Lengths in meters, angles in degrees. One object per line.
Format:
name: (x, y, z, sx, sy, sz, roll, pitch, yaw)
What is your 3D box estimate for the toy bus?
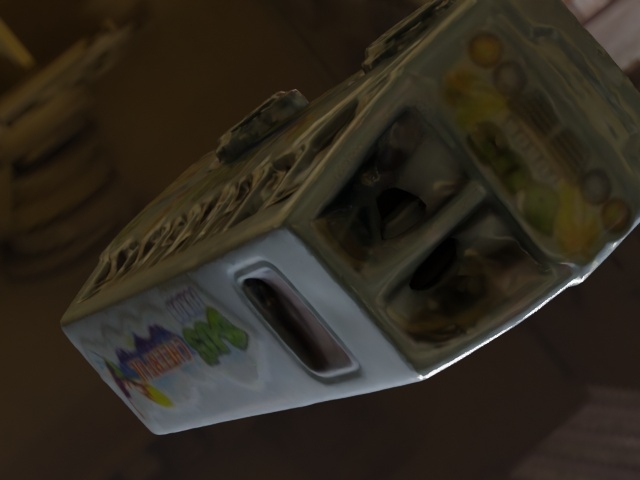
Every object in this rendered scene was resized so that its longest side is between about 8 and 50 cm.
toy bus: (0.000, 0.000, 0.723, 0.136, 0.109, 0.330, -42, -173, -23)
